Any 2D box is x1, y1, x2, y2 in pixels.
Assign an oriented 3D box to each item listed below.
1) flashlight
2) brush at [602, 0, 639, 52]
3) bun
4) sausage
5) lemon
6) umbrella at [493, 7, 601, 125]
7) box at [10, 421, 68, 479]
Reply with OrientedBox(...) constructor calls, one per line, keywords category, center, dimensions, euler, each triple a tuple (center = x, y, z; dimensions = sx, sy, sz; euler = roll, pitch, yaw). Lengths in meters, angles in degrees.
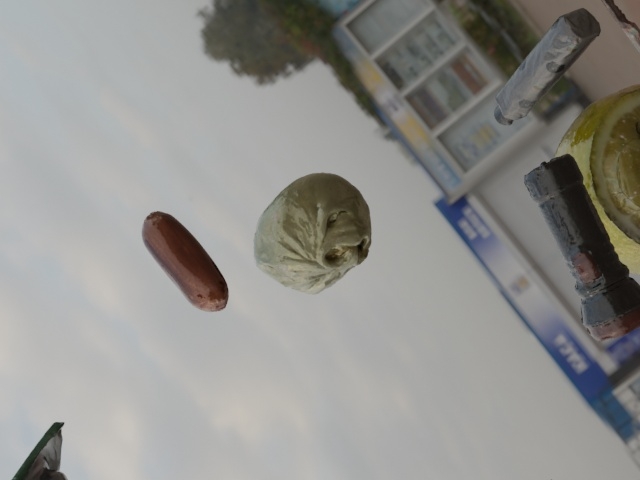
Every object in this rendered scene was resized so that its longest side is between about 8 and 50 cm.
OrientedBox(category="flashlight", center=(0.326, 0.006, 1.465), dimensions=(0.232, 0.093, 0.093), euler=(64, -172, -1))
OrientedBox(category="brush", center=(0.501, -0.279, 1.806), dimensions=(0.301, 0.071, 0.084), euler=(48, -152, -10))
OrientedBox(category="bun", center=(0.000, 0.000, 2.064), dimensions=(0.231, 0.231, 0.133), euler=(44, -175, -39))
OrientedBox(category="sausage", center=(-0.207, 0.032, 1.809), dimensions=(0.194, 0.077, 0.077), euler=(48, -173, 19))
OrientedBox(category="lemon", center=(0.582, -0.101, 2.145), dimensions=(0.364, 0.364, 0.364), euler=(49, -171, -10))
OrientedBox(category="umbrella", center=(0.379, -0.290, 2.053), dimensions=(0.337, 0.073, 0.067), euler=(126, 128, -63))
OrientedBox(category="box", center=(-0.242, 0.359, 1.051), dimensions=(0.106, 0.336, 0.264), euler=(11, -158, 5))
